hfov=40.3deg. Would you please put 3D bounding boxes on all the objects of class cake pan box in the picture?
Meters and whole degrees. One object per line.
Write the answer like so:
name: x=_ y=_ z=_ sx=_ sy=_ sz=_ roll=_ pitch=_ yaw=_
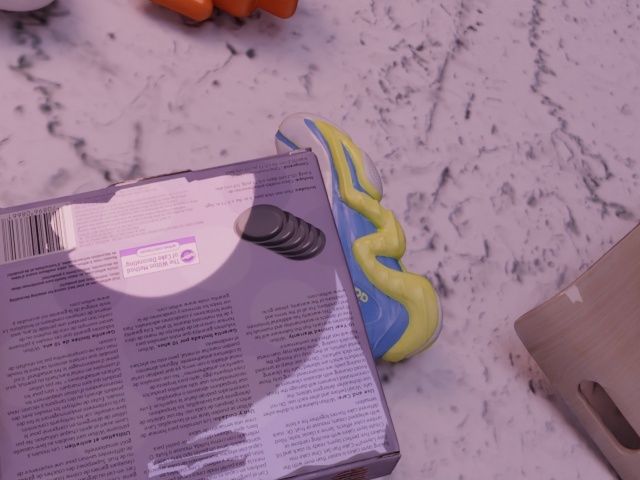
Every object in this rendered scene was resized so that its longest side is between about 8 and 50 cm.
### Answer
cake pan box: x=-0.102 y=0.072 z=0.612 sx=0.267 sy=0.070 sz=0.246 roll=-13 pitch=61 yaw=-10

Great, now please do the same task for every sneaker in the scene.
sneaker: x=0.000 y=0.000 z=0.726 sx=0.126 sy=0.091 sz=0.240 roll=-21 pitch=69 yaw=-31

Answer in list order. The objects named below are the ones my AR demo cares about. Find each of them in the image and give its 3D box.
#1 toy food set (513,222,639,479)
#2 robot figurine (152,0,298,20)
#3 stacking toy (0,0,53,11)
toy food set: x=0.336 y=0.087 z=0.816 sx=0.306 sy=0.092 sz=0.220 roll=-33 pitch=86 yaw=-33
robot figurine: x=-0.108 y=-0.308 z=0.863 sx=0.219 sy=0.158 sz=0.128 roll=28 pitch=24 yaw=-2
stacking toy: x=-0.390 y=-0.400 z=0.745 sx=0.350 sy=0.350 sz=0.480 roll=-40 pitch=94 yaw=-36
